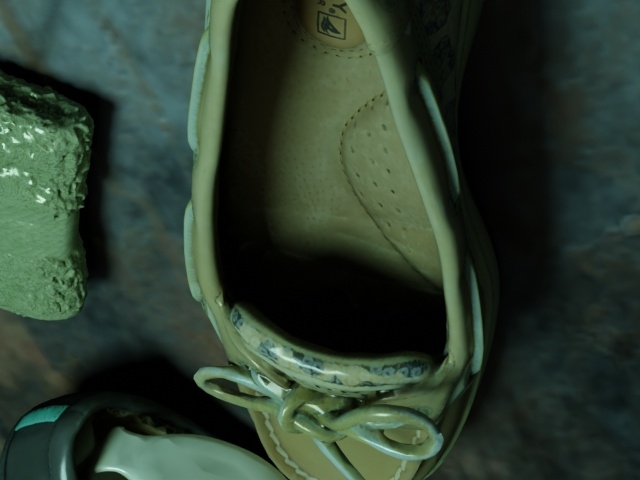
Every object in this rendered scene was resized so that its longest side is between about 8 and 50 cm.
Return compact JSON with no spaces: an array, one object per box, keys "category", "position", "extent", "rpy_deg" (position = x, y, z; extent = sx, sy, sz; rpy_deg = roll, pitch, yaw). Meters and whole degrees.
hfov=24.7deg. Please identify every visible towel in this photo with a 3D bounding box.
[{"category":"towel","position":[-0.152,-0.029,0.527],"extent":[0.148,0.027,0.110],"rpy_deg":[17,134,5]}]

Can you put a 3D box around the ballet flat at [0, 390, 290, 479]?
[{"category":"ballet flat","position":[0.000,0.145,0.581],"extent":[0.280,0.095,0.096],"rpy_deg":[28,146,-8]}]

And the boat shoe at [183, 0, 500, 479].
[{"category":"boat shoe","position":[0.000,0.000,0.454],"extent":[0.104,0.089,0.285],"rpy_deg":[6,134,13]}]
